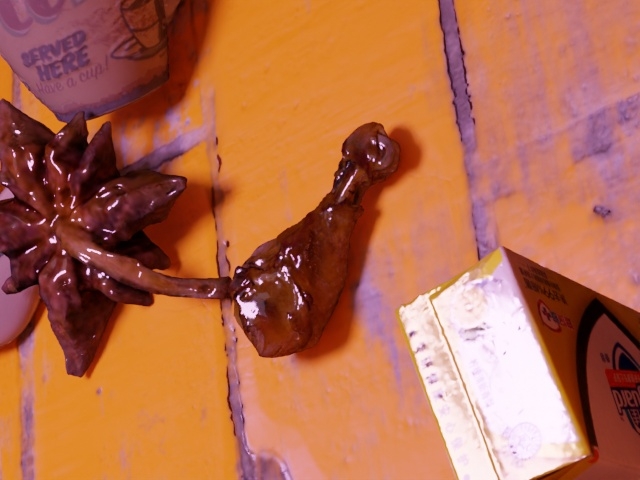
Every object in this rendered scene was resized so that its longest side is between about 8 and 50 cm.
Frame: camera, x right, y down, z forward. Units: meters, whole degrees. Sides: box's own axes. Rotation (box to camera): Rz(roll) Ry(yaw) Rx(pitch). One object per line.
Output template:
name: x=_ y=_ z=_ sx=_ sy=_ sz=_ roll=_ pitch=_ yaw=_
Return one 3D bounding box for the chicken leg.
chicken leg: x=0.000 y=0.000 z=1.372 sx=0.107 sy=0.087 sz=0.251 roll=34 pitch=94 yaw=22

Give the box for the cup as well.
cup: x=-0.250 y=-0.290 z=1.604 sx=0.227 sy=0.301 sz=0.257 roll=12 pitch=129 yaw=56

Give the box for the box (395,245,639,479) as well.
box: x=0.186 y=0.122 z=1.023 sx=0.097 sy=0.265 sz=0.168 roll=-36 pitch=54 yaw=25

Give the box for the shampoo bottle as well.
shampoo bottle: x=-0.382 y=0.038 z=1.700 sx=0.127 sy=0.078 sz=0.257 roll=34 pitch=103 yaw=18

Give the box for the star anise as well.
star anise: x=-0.265 y=-0.010 z=1.553 sx=0.349 sy=0.109 sz=0.292 roll=50 pitch=128 yaw=11
